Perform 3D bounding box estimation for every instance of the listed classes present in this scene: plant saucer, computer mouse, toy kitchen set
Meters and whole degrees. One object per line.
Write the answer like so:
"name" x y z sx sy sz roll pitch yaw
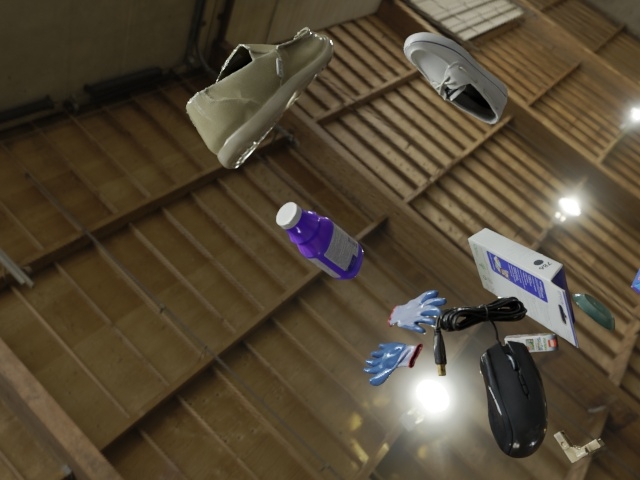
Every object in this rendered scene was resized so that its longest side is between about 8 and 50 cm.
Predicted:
"plant saucer" 0.647 0.162 1.342 0.119 0.021 0.119 29 -156 -14
"computer mouse" 0.278 0.222 0.919 0.184 0.060 0.262 -2 -100 -15
"toy kitchen set" 0.615 0.483 1.373 0.068 0.083 0.075 10 -138 -46

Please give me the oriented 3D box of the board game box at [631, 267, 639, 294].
"board game box" 0.600 -0.067 0.779 0.078 0.233 0.347 40 -114 -1

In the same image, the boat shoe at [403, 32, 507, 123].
"boat shoe" 0.289 -0.343 1.235 0.267 0.096 0.088 31 -120 -21

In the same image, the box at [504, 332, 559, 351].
"box" 0.503 0.245 1.372 0.114 0.207 0.036 -8 -100 18

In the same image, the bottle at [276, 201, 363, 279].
"bottle" 0.000 0.000 1.487 0.283 0.092 0.118 37 -122 -41

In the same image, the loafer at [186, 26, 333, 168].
"loafer" -0.066 -0.195 0.682 0.092 0.102 0.268 42 -136 -13

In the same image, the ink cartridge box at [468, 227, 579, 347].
"ink cartridge box" 0.478 0.098 1.315 0.065 0.165 0.333 -29 -152 -9

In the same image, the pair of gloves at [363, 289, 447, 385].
"pair of gloves" 0.152 0.178 1.046 0.023 0.159 0.198 38 -117 -14
